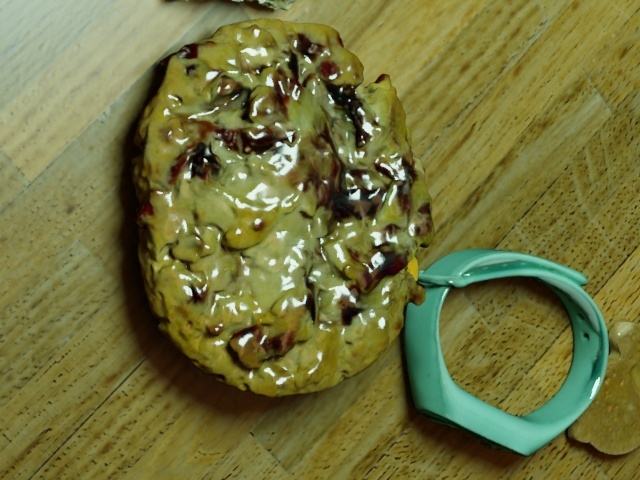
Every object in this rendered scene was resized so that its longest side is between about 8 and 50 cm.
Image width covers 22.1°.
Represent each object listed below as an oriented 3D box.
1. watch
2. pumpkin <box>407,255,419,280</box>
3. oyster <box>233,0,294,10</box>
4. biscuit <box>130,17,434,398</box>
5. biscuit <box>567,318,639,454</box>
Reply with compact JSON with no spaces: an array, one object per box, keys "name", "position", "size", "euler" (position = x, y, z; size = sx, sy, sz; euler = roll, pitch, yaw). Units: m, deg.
[{"name":"watch","position":[0.178,0.103,1.593],"size":[0.237,0.068,0.195],"euler":[26,82,-29]},{"name":"pumpkin","position":[0.056,0.039,1.540],"size":[0.050,0.028,0.083],"euler":[35,87,-20]},{"name":"oyster","position":[-0.052,-0.250,1.434],"size":[0.177,0.056,0.105],"euler":[-38,98,-23]},{"name":"biscuit","position":[-0.024,-0.031,1.437],"size":[0.289,0.081,0.334],"euler":[-14,94,-26]},{"name":"biscuit","position":[0.332,0.149,1.705],"size":[0.133,0.027,0.184],"euler":[39,78,-27]}]
